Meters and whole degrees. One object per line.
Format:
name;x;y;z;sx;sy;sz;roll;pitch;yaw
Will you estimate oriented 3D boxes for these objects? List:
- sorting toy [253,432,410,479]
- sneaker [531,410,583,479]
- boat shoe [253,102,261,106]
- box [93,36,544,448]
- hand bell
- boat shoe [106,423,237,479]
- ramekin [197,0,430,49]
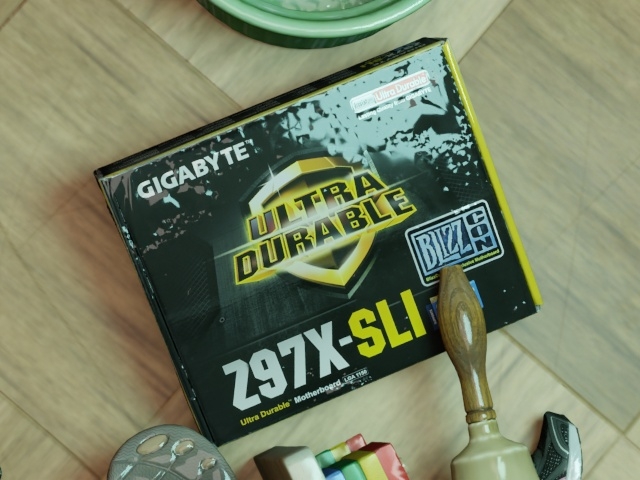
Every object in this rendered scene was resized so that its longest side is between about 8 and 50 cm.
sorting toy;0.050;0.274;1.476;0.089;0.255;0.257;-26;88;-9
sneaker;0.182;0.236;1.584;0.077;0.072;0.178;11;82;-1
boat shoe;-0.091;-0.070;1.599;0.056;0.049;0.152;45;83;0
box;0.000;0.000;1.560;0.322;0.079;0.257;-22;103;-7
hand bell;0.134;0.139;1.514;0.126;0.126;0.242;-10;82;-6
boat shoe;-0.068;0.322;1.526;0.132;0.130;0.355;-23;81;-10
ramekin;-0.008;-0.312;1.580;0.303;0.148;0.303;1;84;-5
